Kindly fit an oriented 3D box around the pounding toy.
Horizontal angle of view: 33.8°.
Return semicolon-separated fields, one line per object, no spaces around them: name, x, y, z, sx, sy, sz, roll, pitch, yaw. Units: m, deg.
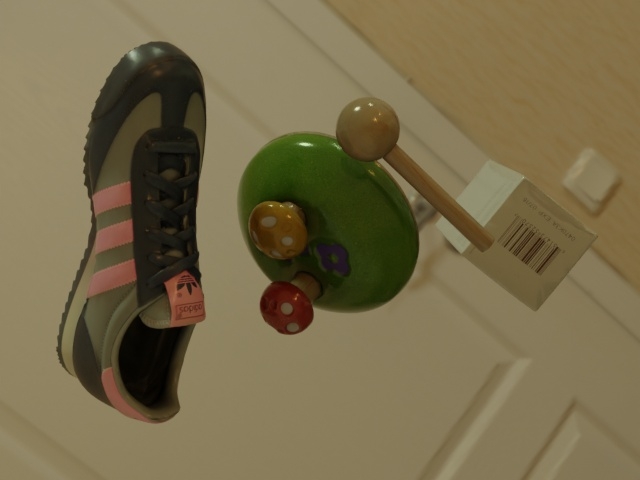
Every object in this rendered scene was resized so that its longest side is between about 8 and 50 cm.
pounding toy;0.000;0.000;0.911;0.237;0.183;0.110;-28;13;44

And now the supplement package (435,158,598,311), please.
supplement package;0.208;-0.011;1.150;0.105;0.105;0.179;-52;9;6

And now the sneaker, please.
sneaker;-0.130;0.002;0.873;0.131;0.112;0.319;32;120;41
